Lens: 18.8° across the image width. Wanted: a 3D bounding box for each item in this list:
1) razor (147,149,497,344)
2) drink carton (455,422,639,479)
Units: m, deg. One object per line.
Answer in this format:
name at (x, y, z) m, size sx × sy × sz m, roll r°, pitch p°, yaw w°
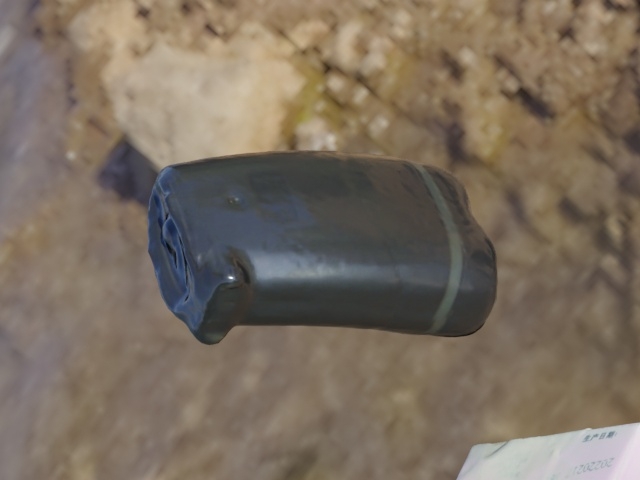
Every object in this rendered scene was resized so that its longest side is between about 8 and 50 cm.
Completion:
razor at (0.000, 0.000, 0.831) m, size 0.090 × 0.148 × 0.054 m, roll -113°, pitch 35°, yaw -41°
drink carton at (0.207, 0.236, 1.211) m, size 0.161 × 0.271 × 0.108 m, roll -17°, pitch 35°, yaw 50°
